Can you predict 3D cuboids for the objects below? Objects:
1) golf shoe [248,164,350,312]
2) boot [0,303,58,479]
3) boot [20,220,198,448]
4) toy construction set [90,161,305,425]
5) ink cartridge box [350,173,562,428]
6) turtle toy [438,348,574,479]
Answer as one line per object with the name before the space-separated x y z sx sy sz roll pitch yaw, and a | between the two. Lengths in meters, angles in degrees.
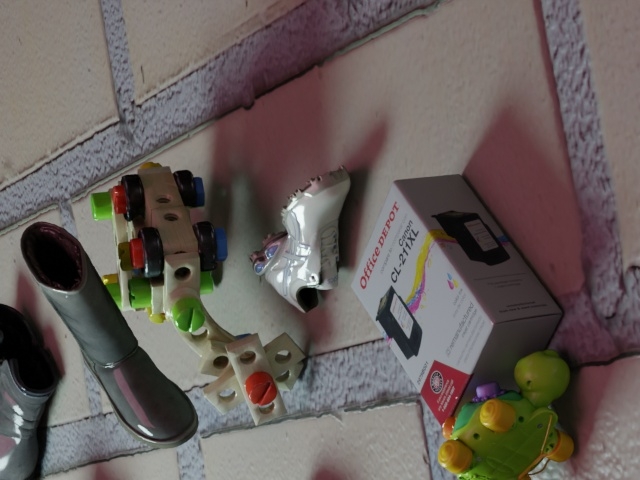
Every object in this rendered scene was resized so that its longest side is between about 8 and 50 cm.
golf shoe | 0.000 0.000 1.702 0.086 0.069 0.176 52 145 16
boot | -0.456 0.170 2.443 0.338 0.118 0.223 40 125 36
boot | -0.205 0.093 1.769 0.189 0.076 0.208 39 155 29
toy construction set | -0.144 0.045 1.832 0.327 0.151 0.215 45 142 46
ink cartridge box | 0.108 0.049 1.503 0.175 0.072 0.127 56 140 37
turtle toy | 0.151 0.143 1.434 0.130 0.095 0.066 -47 36 19
